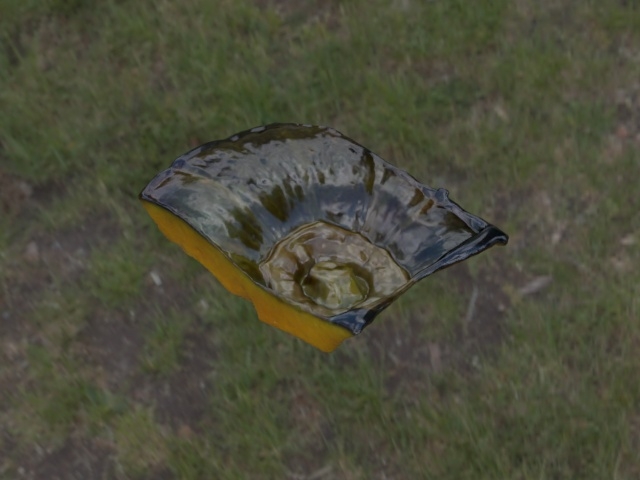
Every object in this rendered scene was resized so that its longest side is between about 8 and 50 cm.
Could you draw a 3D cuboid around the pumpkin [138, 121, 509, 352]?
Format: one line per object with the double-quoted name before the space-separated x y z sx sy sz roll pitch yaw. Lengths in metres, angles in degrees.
"pumpkin" 0.000 -0.001 0.472 0.101 0.035 0.073 34 55 26
